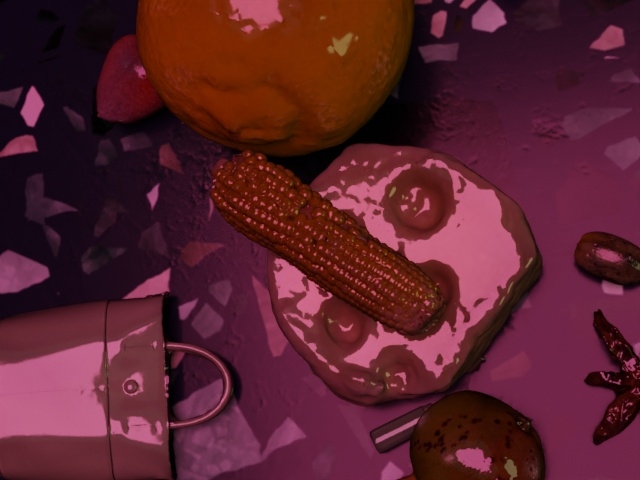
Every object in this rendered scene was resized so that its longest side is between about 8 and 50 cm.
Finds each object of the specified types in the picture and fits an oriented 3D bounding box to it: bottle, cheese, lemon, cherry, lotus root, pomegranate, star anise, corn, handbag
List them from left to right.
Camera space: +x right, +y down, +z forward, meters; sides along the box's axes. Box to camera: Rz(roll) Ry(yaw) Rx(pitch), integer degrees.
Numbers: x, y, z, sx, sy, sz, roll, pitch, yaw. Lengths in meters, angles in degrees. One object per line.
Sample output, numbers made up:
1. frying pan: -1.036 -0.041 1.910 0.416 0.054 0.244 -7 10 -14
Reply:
1. handbag: -0.266 0.191 1.447 0.316 0.109 0.241 -4 80 -2
2. cherry: -0.240 -0.214 1.498 0.126 0.087 0.106 -34 81 23
3. lemon: -0.050 -0.265 1.347 0.348 0.348 0.347 -2 79 12
4. corn: 0.000 0.000 1.289 0.320 0.097 0.097 35 89 17
5. cheese: 0.099 0.037 1.363 0.327 0.115 0.317 -3 78 13
6. bottle: 0.101 0.225 1.372 0.083 0.030 0.030 -28 75 5
7. pomegranate: 0.157 0.261 1.288 0.205 0.159 0.159 -33 75 8
8. lotus root: 0.349 0.024 1.346 0.099 0.049 0.054 23 83 9
9. star anise: 0.359 0.157 1.275 0.141 0.144 0.158 8 82 22
